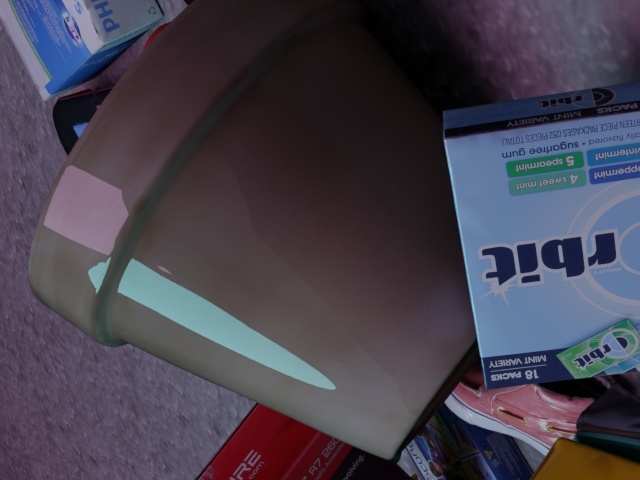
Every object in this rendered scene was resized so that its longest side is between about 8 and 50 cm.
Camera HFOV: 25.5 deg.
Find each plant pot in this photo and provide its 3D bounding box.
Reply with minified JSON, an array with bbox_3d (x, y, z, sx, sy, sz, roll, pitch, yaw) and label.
[{"bbox_3d":[0.000,0.000,1.036,0.280,0.323,0.323,37,150,10],"label":"plant pot"}]

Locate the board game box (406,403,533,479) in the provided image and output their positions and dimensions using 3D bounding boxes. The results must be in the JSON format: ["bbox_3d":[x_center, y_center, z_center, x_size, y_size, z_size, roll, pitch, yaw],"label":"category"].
[{"bbox_3d":[0.103,0.152,1.260,0.201,0.035,0.136,60,155,4],"label":"board game box"}]

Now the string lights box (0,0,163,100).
[{"bbox_3d":[-0.265,-0.247,1.502,0.133,0.076,0.259,63,155,-5],"label":"string lights box"}]

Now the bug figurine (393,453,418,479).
[{"bbox_3d":[0.035,0.195,1.355,0.216,0.072,0.279,46,163,53],"label":"bug figurine"}]

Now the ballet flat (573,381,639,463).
[{"bbox_3d":[0.247,0.129,0.917,0.203,0.074,0.074,10,125,61],"label":"ballet flat"}]

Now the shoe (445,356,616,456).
[{"bbox_3d":[0.158,0.110,1.085,0.178,0.063,0.081,28,139,42],"label":"shoe"}]

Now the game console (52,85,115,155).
[{"bbox_3d":[-0.159,-0.017,1.562,0.386,0.060,0.342,3,118,63],"label":"game console"}]

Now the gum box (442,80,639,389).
[{"bbox_3d":[0.164,-0.001,0.853,0.041,0.157,0.184,-85,-16,-58],"label":"gum box"}]

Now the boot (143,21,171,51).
[{"bbox_3d":[-0.123,-0.152,1.243,0.176,0.088,0.244,51,180,27],"label":"boot"}]

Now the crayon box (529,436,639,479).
[{"bbox_3d":[0.256,0.234,0.913,0.202,0.081,0.318,45,163,-27],"label":"crayon box"}]

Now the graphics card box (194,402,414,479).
[{"bbox_3d":[0.024,0.311,1.190,0.094,0.233,0.371,22,159,53],"label":"graphics card box"}]

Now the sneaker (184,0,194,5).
[{"bbox_3d":[-0.113,-0.235,1.213,0.235,0.084,0.097,48,153,27],"label":"sneaker"}]
